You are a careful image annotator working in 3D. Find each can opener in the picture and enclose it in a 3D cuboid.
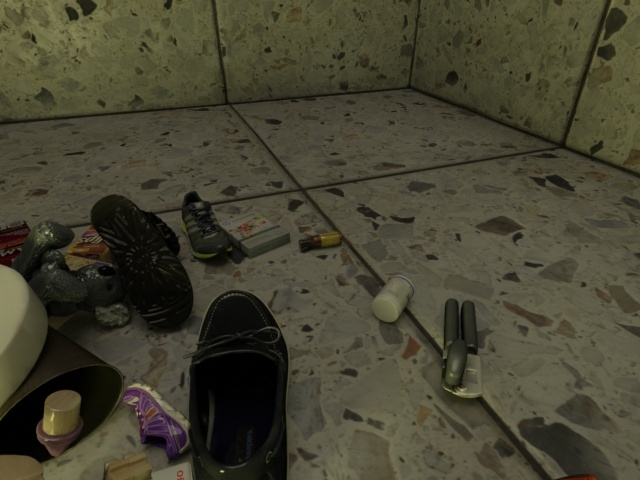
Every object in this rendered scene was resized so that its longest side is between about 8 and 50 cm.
[{"bbox_3d":[0.296,0.208,0.877,0.074,0.093,0.280,8,28,13],"label":"can opener"}]

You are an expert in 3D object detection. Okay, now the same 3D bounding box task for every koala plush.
[{"bbox_3d":[-0.530,0.099,0.921,0.221,0.203,0.196,18,34,-54],"label":"koala plush"}]

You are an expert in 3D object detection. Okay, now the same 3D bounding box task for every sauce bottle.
[{"bbox_3d":[0.000,0.000,1.242,0.128,0.042,0.042,-8,33,-14],"label":"sauce bottle"}]

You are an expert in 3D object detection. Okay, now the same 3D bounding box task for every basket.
[{"bbox_3d":[-0.496,0.245,0.744,0.227,0.154,0.204,24,45,38],"label":"basket"}]

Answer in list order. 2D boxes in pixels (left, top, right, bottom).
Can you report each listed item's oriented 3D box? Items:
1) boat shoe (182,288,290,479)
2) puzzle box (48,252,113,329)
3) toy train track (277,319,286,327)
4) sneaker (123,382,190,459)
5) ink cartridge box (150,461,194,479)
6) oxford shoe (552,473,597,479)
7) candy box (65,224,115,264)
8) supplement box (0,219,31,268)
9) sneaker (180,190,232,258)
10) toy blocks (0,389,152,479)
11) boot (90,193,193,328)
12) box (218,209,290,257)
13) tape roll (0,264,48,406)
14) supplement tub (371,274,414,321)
[{"bbox_3d":[-0.145,0.234,0.760,0.187,0.155,0.500,-6,32,-7],"label":"boat shoe"},{"bbox_3d":[-0.720,0.159,0.963,0.272,0.052,0.409,10,33,13],"label":"puzzle box"},{"bbox_3d":[-0.118,0.198,0.947,0.083,0.014,0.048,-16,35,-23],"label":"toy train track"},{"bbox_3d":[-0.290,0.308,0.722,0.170,0.068,0.071,22,44,30],"label":"sneaker"},{"bbox_3d":[-0.248,0.393,0.584,0.151,0.063,0.109,-10,34,-16],"label":"ink cartridge box"},{"bbox_3d":[0.279,0.431,0.520,0.364,0.130,0.132,-19,69,-39],"label":"oxford shoe"},{"bbox_3d":[-0.626,0.005,1.213,0.109,0.053,0.186,2,33,1],"label":"candy box"},{"bbox_3d":[-0.766,0.039,1.039,0.130,0.073,0.239,-25,40,-36],"label":"supplement box"},{"bbox_3d":[-0.349,-0.047,1.234,0.111,0.121,0.300,-19,37,-28],"label":"sneaker"},{"bbox_3d":[-0.371,0.369,0.458,0.309,0.260,0.289,-1,24,-45],"label":"toy blocks"},{"bbox_3d":[-0.412,0.053,1.053,0.131,0.347,0.260,-27,-4,-11],"label":"boot"},{"bbox_3d":[-0.204,-0.024,1.281,0.145,0.038,0.186,-23,38,-33],"label":"box"},{"bbox_3d":[-0.643,0.186,0.646,0.392,0.072,0.392,-4,40,3],"label":"tape roll"},{"bbox_3d":[0.174,0.136,0.999,0.071,0.071,0.107,18,37,26],"label":"supplement tub"}]
